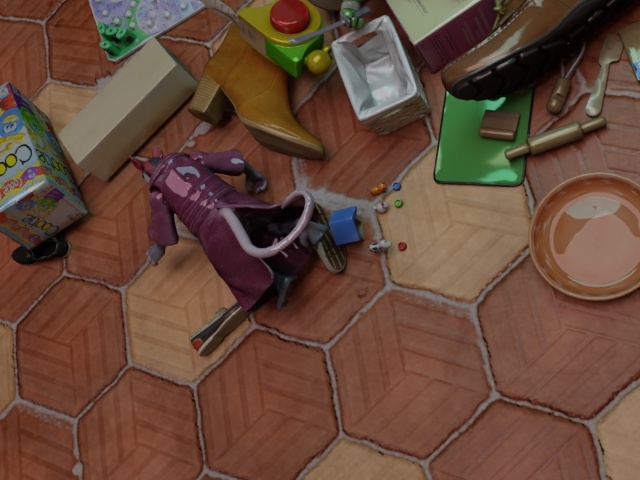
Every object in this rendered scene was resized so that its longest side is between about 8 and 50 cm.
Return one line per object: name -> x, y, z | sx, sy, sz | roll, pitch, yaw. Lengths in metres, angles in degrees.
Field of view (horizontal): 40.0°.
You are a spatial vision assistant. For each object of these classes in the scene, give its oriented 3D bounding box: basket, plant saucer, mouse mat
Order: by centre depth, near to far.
plant saucer -> 0.416, -0.004, 1.325 | 0.200, 0.037, 0.199 | -7, 72, 22
mouse mat -> 0.270, -0.181, 1.455 | 0.153, 0.007, 0.189 | 4, 76, 24
basket -> 0.106, -0.275, 1.497 | 0.113, 0.103, 0.167 | -24, 67, 16

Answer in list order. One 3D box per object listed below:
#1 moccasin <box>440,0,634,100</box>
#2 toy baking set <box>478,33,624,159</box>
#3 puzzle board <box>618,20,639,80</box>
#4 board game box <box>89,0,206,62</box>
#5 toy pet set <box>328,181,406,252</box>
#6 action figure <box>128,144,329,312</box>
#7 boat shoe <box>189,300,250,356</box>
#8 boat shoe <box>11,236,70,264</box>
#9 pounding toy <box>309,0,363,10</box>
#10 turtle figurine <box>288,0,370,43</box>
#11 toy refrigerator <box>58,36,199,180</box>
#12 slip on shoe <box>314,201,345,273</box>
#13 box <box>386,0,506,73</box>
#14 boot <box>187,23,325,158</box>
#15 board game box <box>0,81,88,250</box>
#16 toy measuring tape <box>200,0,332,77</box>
moccasin -> 0.341, -0.357, 1.362 | 0.380, 0.139, 0.147 | -39, 71, 5
toy baking set -> 0.370, -0.240, 1.409 | 0.256, 0.030, 0.196 | -15, 70, 16
puzzle board -> 0.543, -0.311, 1.370 | 0.128, 0.011, 0.096 | -19, 71, 16
board game box -> -0.336, -0.617, 1.813 | 0.390, 0.050, 0.389 | -28, 67, 13
toy pet set -> 0.077, -0.039, 1.464 | 0.114, 0.065, 0.122 | -11, 71, 20
action figure -> -0.187, -0.042, 1.453 | 0.370, 0.275, 0.248 | 36, 83, 13
boat shoe -> -0.174, 0.143, 1.532 | 0.137, 0.049, 0.043 | -45, 61, 11
boat shoe -> -0.559, 0.019, 1.734 | 0.133, 0.042, 0.048 | -8, 75, 23
pounding toy -> -0.004, -0.521, 1.569 | 0.110, 0.237, 0.182 | 52, 126, 50
turtle figurine -> 0.070, -0.424, 1.377 | 0.266, 0.274, 0.197 | -1, 110, 19
toy refrigerator -> -0.368, -0.250, 1.701 | 0.269, 0.094, 0.102 | -44, 57, 6
slip on shoe -> 0.000, 0.000, 1.500 | 0.041, 0.051, 0.135 | -44, 65, 43
box -> 0.227, -0.448, 1.487 | 0.243, 0.117, 0.213 | -33, 65, 12
boot -> -0.083, -0.281, 1.584 | 0.295, 0.104, 0.211 | 23, 78, 21
board game box -> -0.587, -0.146, 1.714 | 0.142, 0.144, 0.275 | -32, 60, 4
toy measuring tape -> -0.094, -0.399, 1.545 | 0.330, 0.121, 0.121 | 41, 94, 22
